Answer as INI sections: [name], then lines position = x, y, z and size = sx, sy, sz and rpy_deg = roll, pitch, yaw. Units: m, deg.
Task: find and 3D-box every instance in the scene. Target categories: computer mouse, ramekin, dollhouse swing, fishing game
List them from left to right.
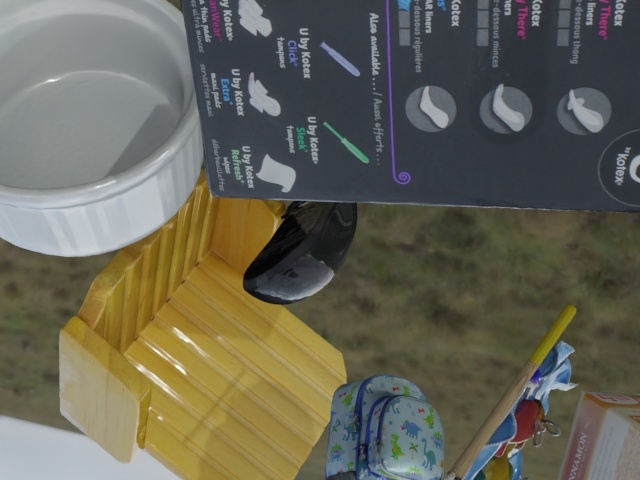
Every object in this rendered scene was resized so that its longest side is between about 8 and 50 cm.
[ramekin]
position = -0.244, -0.118, 0.978
size = 0.277, 0.277, 0.135
rpy_deg = 12, 148, 7
[dollhouse swing]
position = -0.112, 0.137, 1.288
size = 0.305, 0.347, 0.315
rpy_deg = 31, 144, 8
[computer mouse]
position = 0.000, 0.000, 1.204
size = 0.188, 0.272, 0.072
rpy_deg = -27, 106, 35
[fishing game]
position = 0.118, 0.150, 0.627
size = 0.041, 0.189, 0.264
rpy_deg = 32, 148, 22

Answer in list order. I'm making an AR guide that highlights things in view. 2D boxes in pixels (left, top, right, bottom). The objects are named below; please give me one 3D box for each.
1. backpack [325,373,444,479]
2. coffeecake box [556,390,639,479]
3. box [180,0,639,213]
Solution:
[backpack]
position = 0.064, 0.184, 0.921
size = 0.105, 0.114, 0.084
rpy_deg = 23, 144, -34
[coffeecake box]
position = 0.202, 0.183, 0.538
size = 0.068, 0.142, 0.185
rpy_deg = 7, -169, -22
[box]
position = 0.077, -0.117, 0.552
size = 0.270, 0.165, 0.143
rpy_deg = 3, 123, 13
